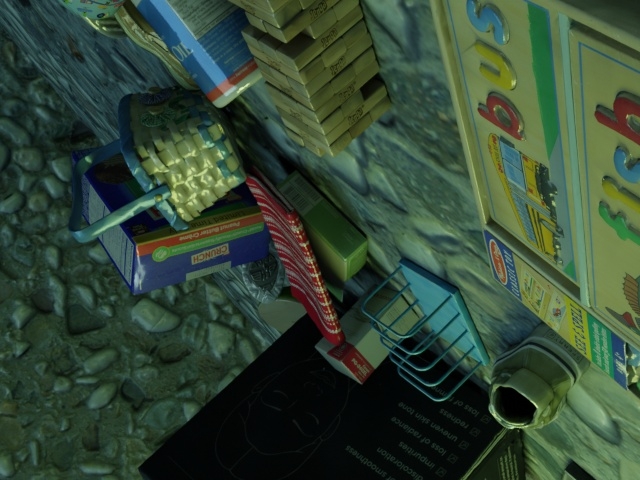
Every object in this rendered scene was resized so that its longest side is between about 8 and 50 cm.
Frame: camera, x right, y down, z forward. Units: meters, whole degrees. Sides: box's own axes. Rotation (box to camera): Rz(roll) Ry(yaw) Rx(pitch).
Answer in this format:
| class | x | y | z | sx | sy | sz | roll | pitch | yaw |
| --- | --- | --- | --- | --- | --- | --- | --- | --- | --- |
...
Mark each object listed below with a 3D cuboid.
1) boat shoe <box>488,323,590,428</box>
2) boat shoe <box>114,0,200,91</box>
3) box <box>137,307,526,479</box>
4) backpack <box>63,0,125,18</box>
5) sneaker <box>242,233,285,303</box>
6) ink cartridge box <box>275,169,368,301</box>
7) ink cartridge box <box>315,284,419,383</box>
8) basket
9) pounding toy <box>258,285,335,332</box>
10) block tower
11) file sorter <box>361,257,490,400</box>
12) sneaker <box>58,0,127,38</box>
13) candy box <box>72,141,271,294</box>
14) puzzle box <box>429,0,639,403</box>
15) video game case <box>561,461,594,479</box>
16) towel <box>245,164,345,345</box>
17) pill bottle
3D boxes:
| class | x | y | z | sx | sy | sz | roll | pitch | yaw |
| --- | --- | --- | --- | --- | --- | --- | --- | --- | --- |
| boat shoe | 0.255 | 0.191 | 1.004 | 0.109 | 0.094 | 0.302 | 43 | 165 | 21 |
| boat shoe | -0.234 | -0.314 | 1.201 | 0.190 | 0.068 | 0.072 | 42 | 156 | -16 |
| box | 0.029 | 0.435 | 1.398 | 0.480 | 0.472 | 0.297 | 28 | 147 | 40 |
| backpack | -0.291 | -0.377 | 1.010 | 0.117 | 0.158 | 0.173 | 8 | 155 | 42 |
| sneaker | -0.121 | 0.012 | 1.606 | 0.115 | 0.090 | 0.232 | 34 | -134 | -88 |
| ink cartridge box | 0.000 | 0.000 | 1.336 | 0.171 | 0.056 | 0.235 | 45 | 167 | 15 |
| ink cartridge box | 0.079 | 0.155 | 1.324 | 0.063 | 0.150 | 0.109 | 49 | 167 | -20 |
| basket | -0.282 | -0.130 | 1.297 | 0.201 | 0.289 | 0.254 | 56 | -174 | -37 |
| pounding toy | -0.006 | 0.135 | 1.679 | 0.237 | 0.110 | 0.183 | 18 | 151 | 2 |
| block tower | -0.026 | -0.225 | 0.742 | 0.091 | 0.097 | 0.335 | 37 | 164 | 38 |
| file sorter | 0.150 | 0.134 | 1.147 | 0.118 | 0.104 | 0.170 | 31 | 158 | 48 |
| sneaker | -0.413 | -0.462 | 1.175 | 0.150 | 0.135 | 0.366 | 30 | 156 | 44 |
| candy box | -0.281 | -0.066 | 1.461 | 0.317 | 0.268 | 0.122 | 46 | 139 | 38 |
| puzzle box | 0.206 | -0.027 | 0.584 | 0.272 | 0.052 | 0.409 | 47 | 168 | 42 |
| video game case | 0.484 | 0.469 | 1.211 | 0.274 | 0.026 | 0.196 | 39 | 163 | 29 |
| towel | -0.041 | 0.028 | 1.277 | 0.199 | 0.031 | 0.274 | 47 | 161 | 54 |
| pill bottle | -0.136 | -0.270 | 0.879 | 0.221 | 0.124 | 0.124 | 52 | 166 | -12 |
